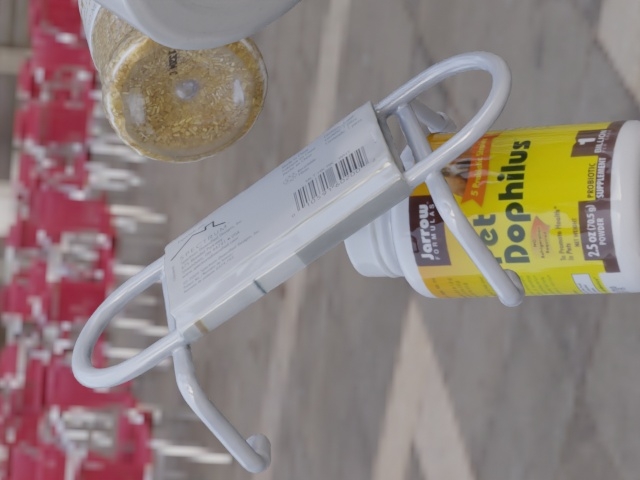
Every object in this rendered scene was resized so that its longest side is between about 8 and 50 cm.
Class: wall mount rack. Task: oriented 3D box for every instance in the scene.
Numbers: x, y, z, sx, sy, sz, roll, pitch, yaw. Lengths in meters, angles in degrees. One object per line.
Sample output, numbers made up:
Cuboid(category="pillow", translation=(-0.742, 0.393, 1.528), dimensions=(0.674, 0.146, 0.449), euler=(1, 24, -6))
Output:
Cuboid(category="wall mount rack", translation=(0.000, 0.000, 1.320), dimensions=(0.130, 0.350, 0.304), euler=(51, -169, -26))

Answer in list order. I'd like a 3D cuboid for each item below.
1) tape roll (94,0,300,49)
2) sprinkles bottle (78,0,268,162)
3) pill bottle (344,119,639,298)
Cuboid(category="tape roll", translation=(-0.074, -0.239, 0.957), dimensions=(0.169, 0.246, 0.246), euler=(34, 134, 23))
Cuboid(category="sprinkles bottle", translation=(-0.132, -0.199, 1.497), dimensions=(0.355, 0.121, 0.121), euler=(-113, 28, -53))
Cuboid(category="pill bottle", translation=(0.128, -0.019, 1.335), dimensions=(0.117, 0.215, 0.117), euler=(-3, -90, -65))
